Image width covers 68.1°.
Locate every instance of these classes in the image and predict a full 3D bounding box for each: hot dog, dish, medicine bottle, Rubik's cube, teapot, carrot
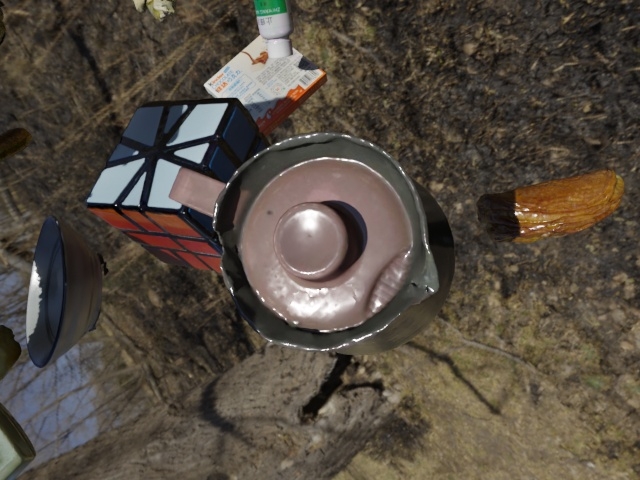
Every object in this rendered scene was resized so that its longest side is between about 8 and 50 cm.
[{"bbox_3d":[0.465,-0.063,0.959,0.196,0.271,0.123,59,-159,-86],"label":"hot dog"},{"bbox_3d":[-0.535,0.106,1.006,0.316,0.106,0.317,-8,78,47],"label":"dish"},{"bbox_3d":[-0.121,-0.602,1.198,0.095,0.095,0.260,28,138,48],"label":"medicine bottle"},{"bbox_3d":[-0.272,-0.114,1.034,0.293,0.289,0.283,5,155,24],"label":"Rubik's cube"},{"bbox_3d":[0.000,0.000,0.656,0.375,0.306,0.361,23,178,15],"label":"teapot"},{"bbox_3d":[-0.562,-0.143,0.805,0.042,0.171,0.042,7,128,9],"label":"carrot"}]

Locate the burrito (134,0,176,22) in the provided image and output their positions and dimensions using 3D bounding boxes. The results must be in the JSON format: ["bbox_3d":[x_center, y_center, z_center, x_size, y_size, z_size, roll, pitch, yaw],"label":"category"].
[{"bbox_3d":[-0.520,-0.844,1.422,0.190,0.135,0.332,22,147,22],"label":"burrito"}]

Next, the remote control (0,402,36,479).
[{"bbox_3d":[-0.289,0.185,0.267,0.098,0.233,0.038,41,157,4],"label":"remote control"}]

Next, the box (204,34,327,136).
[{"bbox_3d":[-0.165,-0.470,1.412,0.265,0.273,0.048,45,174,19],"label":"box"}]

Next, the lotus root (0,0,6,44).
[{"bbox_3d":[-0.926,-0.532,1.214,0.274,0.160,0.152,-30,86,28],"label":"lotus root"}]

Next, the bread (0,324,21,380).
[{"bbox_3d":[-0.693,0.152,0.687,0.395,0.239,0.264,53,175,-19],"label":"bread"}]
